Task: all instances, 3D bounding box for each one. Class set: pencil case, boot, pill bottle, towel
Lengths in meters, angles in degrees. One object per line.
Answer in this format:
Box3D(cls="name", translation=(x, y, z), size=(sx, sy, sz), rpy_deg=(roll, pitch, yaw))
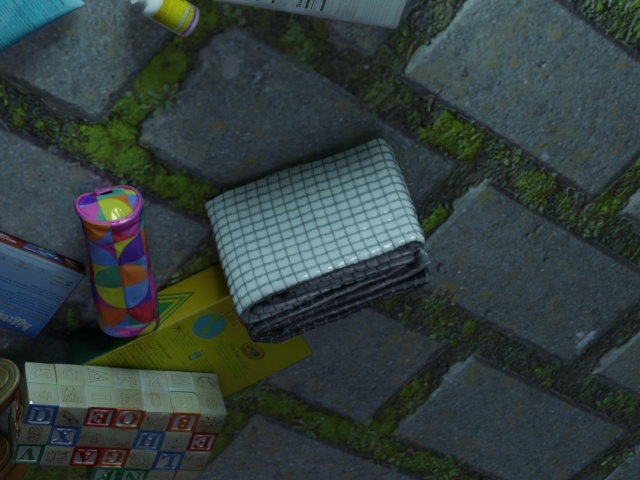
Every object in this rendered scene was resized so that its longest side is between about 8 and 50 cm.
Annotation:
Box3D(cls="pencil case", translation=(-0.286, 0.032, 1.866), size=(0.104, 0.104, 0.236), rpy_deg=(-9, 131, -11))
Box3D(cls="boot", translation=(-0.516, 0.315, 2.035), size=(0.283, 0.109, 0.220), rpy_deg=(-44, 138, 4))
Box3D(cls="pill bottle", translation=(-0.196, -0.292, 1.655), size=(0.083, 0.043, 0.043), rpy_deg=(25, 118, -34))
Box3D(cls="towel", translation=(0.000, 0.000, 1.843), size=(0.284, 0.235, 0.121), rpy_deg=(-21, 136, 1))

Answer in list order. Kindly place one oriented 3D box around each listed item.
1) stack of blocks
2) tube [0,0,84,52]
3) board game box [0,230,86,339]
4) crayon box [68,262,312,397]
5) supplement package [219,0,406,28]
Box3D(cls="stack of blocks", translation=(-0.309, 0.280, 1.967), size=(0.297, 0.087, 0.171), rpy_deg=(7, 127, -24))
Box3D(cls="tube", translation=(-0.397, -0.263, 1.616), size=(0.207, 0.052, 0.080), rpy_deg=(-32, 136, 3))
Box3D(cls="board game box", translation=(-0.489, 0.042, 1.857), size=(0.281, 0.027, 0.145), rpy_deg=(25, 116, -33))
Box3D(cls="crayon box", translation=(-0.196, 0.162, 2.018), size=(0.319, 0.081, 0.202), rpy_deg=(-25, 133, 4))
Box3D(cls="supplement package", translation=(-0.015, -0.361, 1.592), size=(0.244, 0.139, 0.133), rpy_deg=(6, 126, -21))
